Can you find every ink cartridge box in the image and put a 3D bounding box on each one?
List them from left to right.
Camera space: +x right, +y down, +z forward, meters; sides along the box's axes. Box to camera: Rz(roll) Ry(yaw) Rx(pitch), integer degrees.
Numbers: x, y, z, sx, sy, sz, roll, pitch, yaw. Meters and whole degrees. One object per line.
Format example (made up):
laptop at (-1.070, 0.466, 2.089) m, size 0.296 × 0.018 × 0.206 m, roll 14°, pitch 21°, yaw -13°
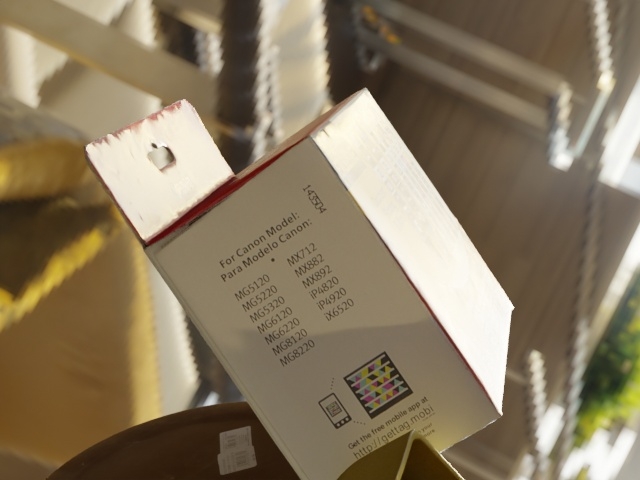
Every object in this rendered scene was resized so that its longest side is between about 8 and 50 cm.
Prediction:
ink cartridge box at (0.000, 0.000, 1.214) m, size 0.130 × 0.272 × 0.309 m, roll -34°, pitch -175°, yaw 11°

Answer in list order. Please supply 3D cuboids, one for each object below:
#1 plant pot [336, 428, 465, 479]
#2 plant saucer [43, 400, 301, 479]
plant pot at (0.037, 0.172, 1.042) m, size 0.083 × 0.081 × 0.081 m, roll -25°, pitch -152°, yaw 36°
plant saucer at (-0.091, 0.181, 1.258) m, size 0.278 × 0.278 × 0.041 m, roll -39°, pitch 121°, yaw -51°
